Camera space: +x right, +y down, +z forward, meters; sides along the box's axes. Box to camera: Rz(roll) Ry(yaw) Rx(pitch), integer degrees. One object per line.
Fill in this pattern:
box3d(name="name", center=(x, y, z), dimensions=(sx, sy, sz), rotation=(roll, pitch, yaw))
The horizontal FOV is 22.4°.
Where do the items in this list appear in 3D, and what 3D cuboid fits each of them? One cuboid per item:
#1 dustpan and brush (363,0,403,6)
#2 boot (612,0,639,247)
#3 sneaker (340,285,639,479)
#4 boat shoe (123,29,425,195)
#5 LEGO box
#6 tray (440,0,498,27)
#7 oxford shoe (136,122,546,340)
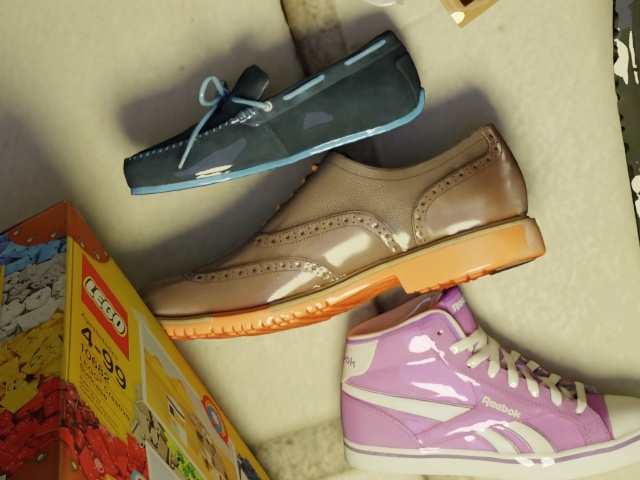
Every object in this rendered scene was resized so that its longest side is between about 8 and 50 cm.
box3d(name="dustpan and brush", center=(-0.025, -0.274, 1.294), dimensions=(0.060, 0.147, 0.211), rotation=(-39, 71, -14))
box3d(name="boot", center=(0.372, -0.115, 1.299), dimensions=(0.260, 0.131, 0.348), rotation=(-8, 117, 12))
box3d(name="sneaker", center=(0.157, 0.119, 1.398), dimensions=(0.282, 0.102, 0.161), rotation=(-1, 103, 2))
box3d(name="boat shoe", center=(-0.045, -0.107, 1.350), dimensions=(0.258, 0.109, 0.089), rotation=(-19, 98, -9))
box3d(name="LEGO box", center=(-0.144, 0.283, 1.249), dimensions=(0.193, 0.372, 0.500), rotation=(-26, 121, 9))
box3d(name="tray", center=(0.214, -0.374, 1.263), dimensions=(0.411, 0.076, 0.203), rotation=(-36, 102, 12))
box3d(name="oxford shoe", center=(0.000, 0.000, 1.369), dimensions=(0.363, 0.130, 0.133), rotation=(-15, 86, 10))
